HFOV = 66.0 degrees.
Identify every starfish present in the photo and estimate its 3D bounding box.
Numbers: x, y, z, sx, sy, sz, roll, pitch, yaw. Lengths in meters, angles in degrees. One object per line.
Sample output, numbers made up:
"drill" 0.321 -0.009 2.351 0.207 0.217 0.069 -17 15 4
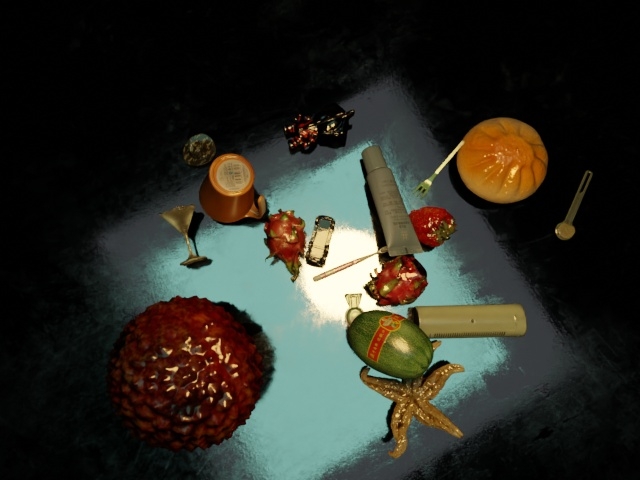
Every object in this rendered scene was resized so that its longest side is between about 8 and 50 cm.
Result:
"starfish" 0.281 0.478 1.519 0.327 0.094 0.375 10 66 15

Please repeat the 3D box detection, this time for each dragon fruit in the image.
"dragon fruit" 0.241 0.130 1.551 0.172 0.160 0.166 -38 125 -4
"dragon fruit" -0.114 0.016 1.584 0.137 0.135 0.235 0 98 -6

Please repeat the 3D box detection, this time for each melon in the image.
"melon" 0.200 0.307 1.487 0.288 0.182 0.182 19 80 30

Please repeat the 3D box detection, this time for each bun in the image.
"bun" 0.607 -0.269 1.612 0.299 0.165 0.298 0 82 0

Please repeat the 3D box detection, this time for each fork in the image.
"fork" 0.393 -0.237 1.634 0.039 0.021 0.235 39 104 3

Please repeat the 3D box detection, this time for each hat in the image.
"hat" -0.415 -0.311 1.669 0.121 0.050 0.121 0 78 -1

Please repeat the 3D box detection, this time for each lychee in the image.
"lychee" -0.395 0.361 1.390 0.500 0.424 0.424 21 80 28

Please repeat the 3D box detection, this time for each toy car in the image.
"toy car" 0.000 0.000 1.614 0.071 0.062 0.165 15 81 1

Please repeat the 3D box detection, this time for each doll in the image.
"doll" -0.001 -0.390 1.673 0.249 0.088 0.127 -23 102 5

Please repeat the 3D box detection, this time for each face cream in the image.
"face cream" 0.219 -0.130 1.601 0.136 0.086 0.385 -4 68 -31

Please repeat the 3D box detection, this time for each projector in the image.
"projector" 0.464 0.256 1.554 0.338 0.108 0.108 -1 81 -1

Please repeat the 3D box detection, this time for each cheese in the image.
"cheese" 0.111 0.231 1.596 0.067 0.026 0.120 -3 81 -2

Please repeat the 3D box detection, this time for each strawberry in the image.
"strawberry" 0.361 -0.046 1.608 0.131 0.148 0.131 -8 105 -30

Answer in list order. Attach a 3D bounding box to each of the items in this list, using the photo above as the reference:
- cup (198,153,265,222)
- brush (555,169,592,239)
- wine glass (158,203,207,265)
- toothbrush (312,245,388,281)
"cup" -0.268 -0.155 1.549 0.226 0.264 0.182 32 74 -7
"brush" 0.860 -0.123 1.658 0.062 0.027 0.266 26 81 3
"wine glass" -0.438 -0.013 1.594 0.122 0.122 0.182 -16 87 -3
"toothbrush" 0.107 0.073 1.623 0.287 0.025 0.020 -23 81 -3
